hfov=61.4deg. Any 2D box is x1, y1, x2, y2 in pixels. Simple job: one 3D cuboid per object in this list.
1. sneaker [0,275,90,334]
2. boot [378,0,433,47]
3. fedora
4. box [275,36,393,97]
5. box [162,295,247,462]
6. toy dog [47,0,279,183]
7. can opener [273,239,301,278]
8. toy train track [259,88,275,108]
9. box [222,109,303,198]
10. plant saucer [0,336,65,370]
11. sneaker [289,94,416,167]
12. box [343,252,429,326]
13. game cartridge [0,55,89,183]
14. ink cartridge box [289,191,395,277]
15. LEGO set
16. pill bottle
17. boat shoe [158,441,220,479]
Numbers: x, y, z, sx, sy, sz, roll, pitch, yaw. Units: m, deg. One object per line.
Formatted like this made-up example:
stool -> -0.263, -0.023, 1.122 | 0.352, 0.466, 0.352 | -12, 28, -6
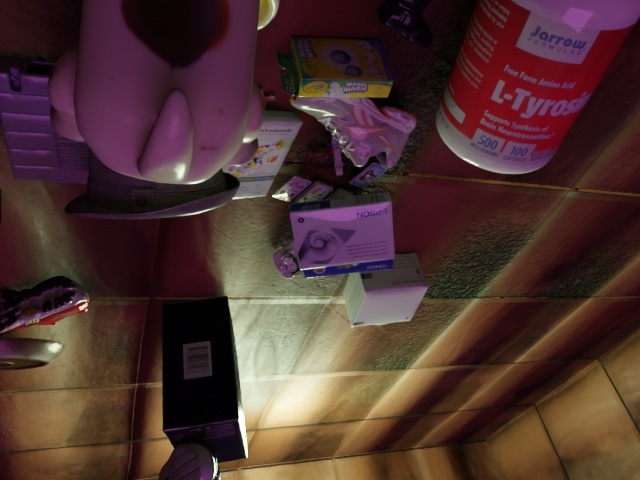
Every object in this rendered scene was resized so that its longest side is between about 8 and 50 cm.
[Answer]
sneaker -> -0.672, 0.171, 1.252 | 0.278, 0.107, 0.118 | -13, 152, 2
boot -> 0.161, -0.377, 0.870 | 0.121, 0.045, 0.099 | 15, 131, -32
fedora -> -0.269, -0.123, 0.856 | 0.275, 0.244, 0.124 | 4, 111, 12
box -> 0.020, -0.285, 0.886 | 0.179, 0.105, 0.043 | -5, 148, -13
box -> -0.306, 0.379, 1.437 | 0.178, 0.343, 0.313 | -6, 144, -9
toy dog -> -0.176, -0.295, 0.601 | 0.284, 0.395, 0.408 | 11, 112, -9
can opener -> 0.000, 0.000, 1.293 | 0.280, 0.074, 0.093 | -35, 173, 27
toy train track -> -0.122, -0.254, 0.958 | 0.083, 0.014, 0.048 | -6, 150, -2
box -> -0.131, -0.157, 1.004 | 0.145, 0.038, 0.186 | -10, 142, -44
plant saucer -> -0.790, 0.279, 1.305 | 0.310, 0.050, 0.311 | -5, 161, -2
sneaker -> 0.058, -0.200, 0.977 | 0.262, 0.099, 0.121 | 12, 98, -29
box -> 0.172, 0.135, 1.468 | 0.180, 0.119, 0.182 | -3, 142, -15
game cartridge -> -0.345, -0.190, 0.929 | 0.354, 0.068, 0.230 | 1, 144, -19
ink cartridge box -> 0.054, 0.005, 1.208 | 0.223, 0.045, 0.224 | -7, 128, 4
LEGO set -> 0.036, -0.154, 1.129 | 0.182, 0.060, 0.244 | 13, 141, -42
pill bottle -> 0.346, -0.321, 0.848 | 0.228, 0.229, 0.408 | -4, 142, -13
boat shoe -> -0.302, 0.559, 1.312 | 0.119, 0.121, 0.335 | 3, 152, -30
